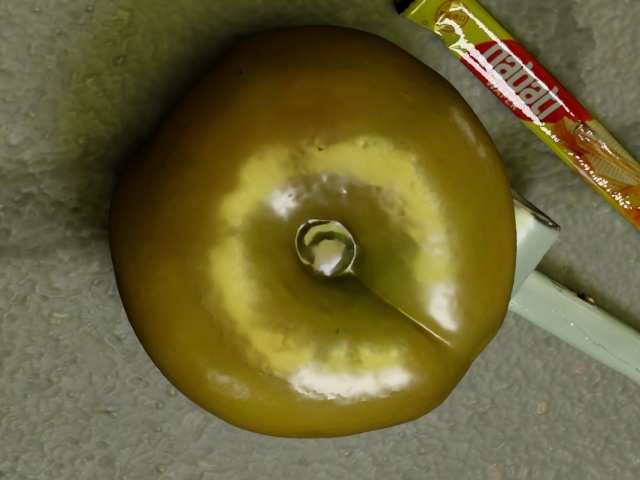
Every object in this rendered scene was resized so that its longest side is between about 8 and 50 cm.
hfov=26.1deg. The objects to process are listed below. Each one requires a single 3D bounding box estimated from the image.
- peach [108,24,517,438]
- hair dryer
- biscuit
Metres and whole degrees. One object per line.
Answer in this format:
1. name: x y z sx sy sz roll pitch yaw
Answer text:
1. peach: 0.000 0.000 0.831 0.251 0.153 0.251 -2 104 -9
2. hair dryer: 0.157 0.055 0.970 0.236 0.073 0.131 27 102 -33
3. biscuit: 0.162 -0.080 0.933 0.048 0.026 0.292 -40 117 22
